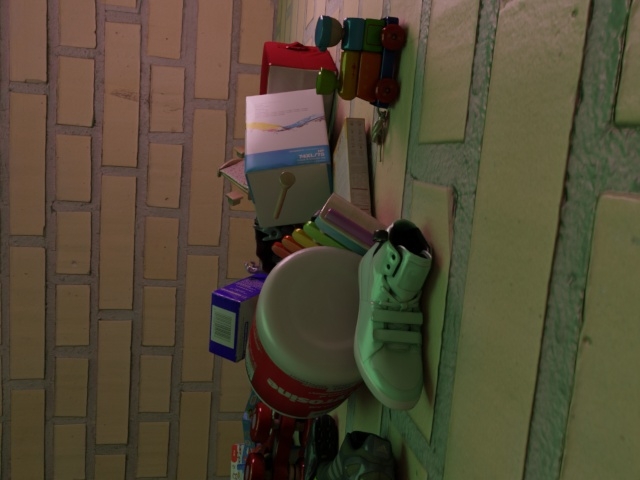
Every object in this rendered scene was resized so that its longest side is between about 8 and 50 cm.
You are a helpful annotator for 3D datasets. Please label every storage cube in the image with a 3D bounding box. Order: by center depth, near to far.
[{"bbox_3d":[-0.068,-0.417,1.616,0.193,0.183,0.215,-103,19,-54],"label":"storage cube"}]

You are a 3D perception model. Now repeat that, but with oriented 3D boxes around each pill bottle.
[{"bbox_3d":[-0.019,0.195,1.088,0.408,0.229,0.229,111,159,-60],"label":"pill bottle"}]

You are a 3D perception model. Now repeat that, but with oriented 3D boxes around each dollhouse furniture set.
[{"bbox_3d":[-0.279,-0.321,2.222,0.303,0.355,0.174,35,134,30],"label":"dollhouse furniture set"}]

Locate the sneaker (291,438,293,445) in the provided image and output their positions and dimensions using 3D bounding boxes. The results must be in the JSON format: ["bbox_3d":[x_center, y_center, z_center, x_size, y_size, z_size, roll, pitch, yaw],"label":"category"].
[{"bbox_3d":[-0.148,0.736,1.979,0.321,0.124,0.180,145,132,-63],"label":"sneaker"}]

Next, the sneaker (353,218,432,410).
[{"bbox_3d":[0.106,0.093,0.818,0.151,0.094,0.256,114,156,-55],"label":"sneaker"}]

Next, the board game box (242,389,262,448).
[{"bbox_3d":[-0.176,0.466,1.712,0.211,0.039,0.160,-72,-11,-45],"label":"board game box"}]

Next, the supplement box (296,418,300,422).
[{"bbox_3d":[-0.101,0.490,1.832,0.188,0.081,0.104,-125,40,-73],"label":"supplement box"}]

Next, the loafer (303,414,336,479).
[{"bbox_3d":[0.000,0.506,1.334,0.078,0.076,0.223,111,164,-74],"label":"loafer"}]

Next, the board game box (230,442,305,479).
[{"bbox_3d":[-0.160,0.764,1.749,0.302,0.086,0.308,-23,63,51],"label":"board game box"}]

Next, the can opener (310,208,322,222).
[{"bbox_3d":[0.007,0.055,1.335,0.093,0.074,0.280,-49,-26,-35],"label":"can opener"}]

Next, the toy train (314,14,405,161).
[{"bbox_3d":[0.055,-0.265,1.037,0.105,0.143,0.248,-121,35,-72],"label":"toy train"}]

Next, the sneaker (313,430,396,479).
[{"bbox_3d":[0.064,0.385,0.993,0.300,0.111,0.121,134,149,-67],"label":"sneaker"}]

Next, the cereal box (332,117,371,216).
[{"bbox_3d":[0.061,-0.105,1.218,0.173,0.047,0.240,114,156,-68],"label":"cereal box"}]

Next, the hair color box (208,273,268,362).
[{"bbox_3d":[-0.171,0.199,1.714,0.339,0.110,0.185,-23,-56,-57],"label":"hair color box"}]

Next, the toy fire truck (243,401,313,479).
[{"bbox_3d":[-0.117,0.544,1.575,0.254,0.169,0.302,159,121,-74],"label":"toy fire truck"}]

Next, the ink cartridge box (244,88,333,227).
[{"bbox_3d":[-0.074,-0.205,1.454,0.198,0.197,0.270,81,-177,-52],"label":"ink cartridge box"}]

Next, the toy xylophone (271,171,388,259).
[{"bbox_3d":[0.000,0.000,1.112,0.081,0.236,0.323,-58,-7,-25],"label":"toy xylophone"}]

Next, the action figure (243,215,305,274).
[{"bbox_3d":[-0.072,-0.009,1.655,0.370,0.276,0.248,-11,-70,-81],"label":"action figure"}]
